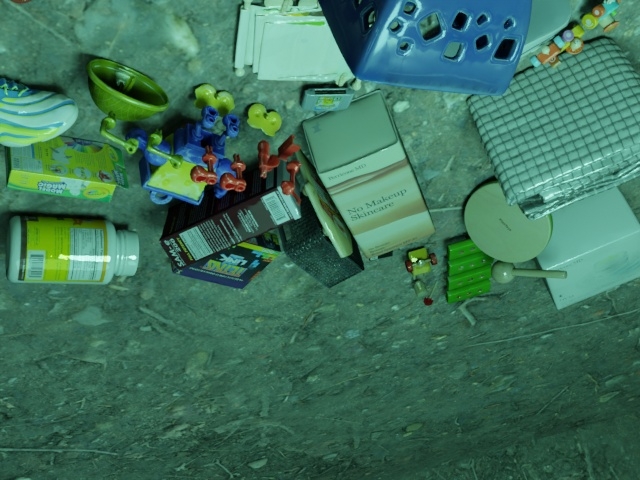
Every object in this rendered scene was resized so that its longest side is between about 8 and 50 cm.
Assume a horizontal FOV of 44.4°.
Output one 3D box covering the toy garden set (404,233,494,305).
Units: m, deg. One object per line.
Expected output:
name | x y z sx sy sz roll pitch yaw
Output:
toy garden set | 0.294 0.068 1.810 0.204 0.049 0.244 -16 146 -3

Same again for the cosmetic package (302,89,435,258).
cosmetic package | 0.095 -0.108 1.409 0.153 0.129 0.296 -22 145 10

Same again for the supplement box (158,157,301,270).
supplement box | -0.156 -0.049 1.376 0.240 0.130 0.073 -23 117 10

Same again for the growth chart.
growth chart | -0.018 -0.301 1.189 0.237 0.021 0.172 0 142 -23

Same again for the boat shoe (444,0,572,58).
boat shoe | 0.271 -0.303 1.242 0.258 0.095 0.084 -20 171 9

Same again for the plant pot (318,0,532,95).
plant pot | 0.149 -0.346 1.019 0.236 0.236 0.212 2 136 -24

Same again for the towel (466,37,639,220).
towel | 0.424 -0.185 1.350 0.284 0.235 0.121 -25 150 13

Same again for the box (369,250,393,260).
box | 0.112 -0.012 1.588 0.052 0.083 0.062 -11 145 -6

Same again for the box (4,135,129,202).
box | -0.392 -0.116 1.219 0.179 0.105 0.043 6 133 -29

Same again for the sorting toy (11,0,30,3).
sorting toy | -0.360 -0.343 0.983 0.102 0.042 0.061 -31 160 0

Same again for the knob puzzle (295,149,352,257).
knob puzzle | 0.006 -0.047 1.401 0.030 0.213 0.213 -26 144 11

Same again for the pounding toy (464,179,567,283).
pounding toy | 0.415 -0.035 1.643 0.183 0.110 0.236 -10 111 38

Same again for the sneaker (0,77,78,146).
sneaker | -0.466 -0.197 1.090 0.240 0.091 0.126 -8 144 -11

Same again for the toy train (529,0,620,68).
toy train | 0.418 -0.328 1.256 0.166 0.046 0.125 -38 180 23

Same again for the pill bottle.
pill bottle | -0.435 0.019 1.378 0.215 0.117 0.117 3 141 -26

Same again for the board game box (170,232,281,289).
board game box | -0.187 0.027 1.553 0.170 0.048 0.141 16 133 -38

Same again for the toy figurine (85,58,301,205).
toy figurine | -0.231 -0.113 1.231 0.363 0.191 0.217 15 139 -36

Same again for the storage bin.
storage bin | 0.000 0.000 1.526 0.084 0.122 0.180 -29 143 18

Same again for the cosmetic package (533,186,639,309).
cosmetic package | 0.605 0.021 1.793 0.224 0.138 0.224 -25 143 11

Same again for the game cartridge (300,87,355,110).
game cartridge | 0.011 -0.231 1.289 0.083 0.017 0.056 -3 165 -12
